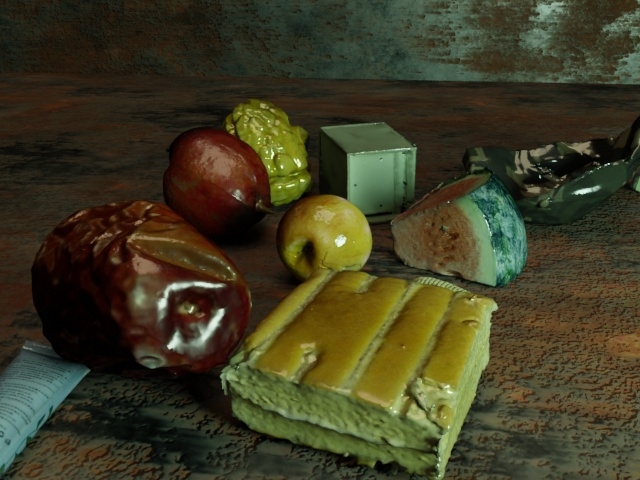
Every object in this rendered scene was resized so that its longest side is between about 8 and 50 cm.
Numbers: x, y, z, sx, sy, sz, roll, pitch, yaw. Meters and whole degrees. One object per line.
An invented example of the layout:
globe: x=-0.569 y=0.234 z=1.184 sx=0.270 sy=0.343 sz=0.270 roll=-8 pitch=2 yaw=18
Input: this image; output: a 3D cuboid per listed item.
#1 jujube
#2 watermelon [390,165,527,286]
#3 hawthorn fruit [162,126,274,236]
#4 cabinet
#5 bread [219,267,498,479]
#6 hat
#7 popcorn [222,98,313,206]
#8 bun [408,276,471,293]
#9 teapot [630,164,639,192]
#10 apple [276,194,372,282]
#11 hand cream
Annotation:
jujube: x=-0.196 y=0.055 z=0.714 sx=0.216 sy=0.216 sz=0.342 roll=-13 pitch=9 yaw=-27
watermelon: x=0.222 y=-0.044 z=1.098 sx=0.226 sy=0.148 sz=0.318 roll=-10 pitch=22 yaw=-1
hawthorn fruit: x=-0.169 y=-0.093 z=1.182 sx=0.251 sy=0.189 sz=0.189 roll=30 pitch=35 yaw=26
cabinet: x=0.093 y=-0.136 z=1.295 sx=0.150 sy=0.145 sz=0.206 roll=-6 pitch=24 yaw=-12
bread: x=0.052 y=0.131 z=0.713 sx=0.239 sy=0.111 sz=0.246 roll=8 pitch=26 yaw=25
hat: x=0.507 y=-0.122 z=1.293 sx=0.366 sy=0.257 sz=0.381 roll=-8 pitch=-22 yaw=41
popcorn: x=-0.098 y=-0.185 z=1.354 sx=0.203 sy=0.200 sz=0.226 roll=-19 pitch=37 yaw=-36
bun: x=0.155 y=0.093 z=0.854 sx=0.115 sy=0.069 sz=0.115 roll=17 pitch=12 yaw=-4
teapot: x=0.679 y=-0.132 z=1.365 sx=0.064 sy=0.064 sz=0.083 roll=19 pitch=30 yaw=40
apple: x=0.000 y=0.000 z=0.983 sx=0.146 sy=0.146 sz=0.146 roll=-1 pitch=23 yaw=0
hand cream: x=-0.323 y=0.182 z=0.683 sx=0.091 sy=0.058 sz=0.271 roll=12 pitch=20 yaw=-2
